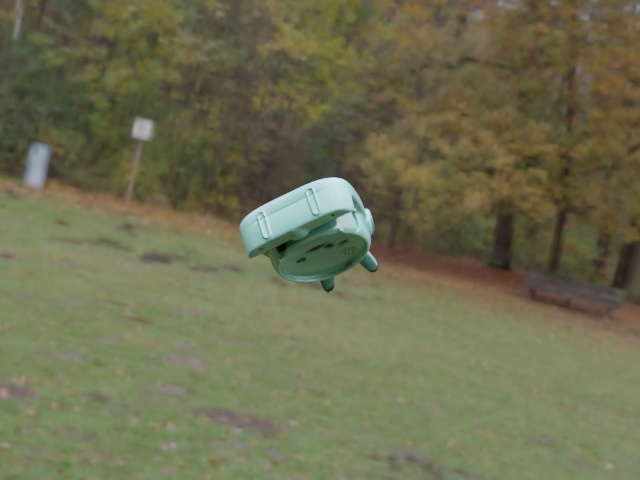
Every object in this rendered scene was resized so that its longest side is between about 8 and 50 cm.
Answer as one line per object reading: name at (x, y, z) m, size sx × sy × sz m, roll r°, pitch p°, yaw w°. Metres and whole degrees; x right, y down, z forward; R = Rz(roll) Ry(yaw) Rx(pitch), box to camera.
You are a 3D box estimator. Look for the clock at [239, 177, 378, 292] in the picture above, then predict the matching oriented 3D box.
clock at (0.000, 0.000, 1.076) m, size 0.101 × 0.041 × 0.135 m, roll -26°, pitch -30°, yaw 14°
